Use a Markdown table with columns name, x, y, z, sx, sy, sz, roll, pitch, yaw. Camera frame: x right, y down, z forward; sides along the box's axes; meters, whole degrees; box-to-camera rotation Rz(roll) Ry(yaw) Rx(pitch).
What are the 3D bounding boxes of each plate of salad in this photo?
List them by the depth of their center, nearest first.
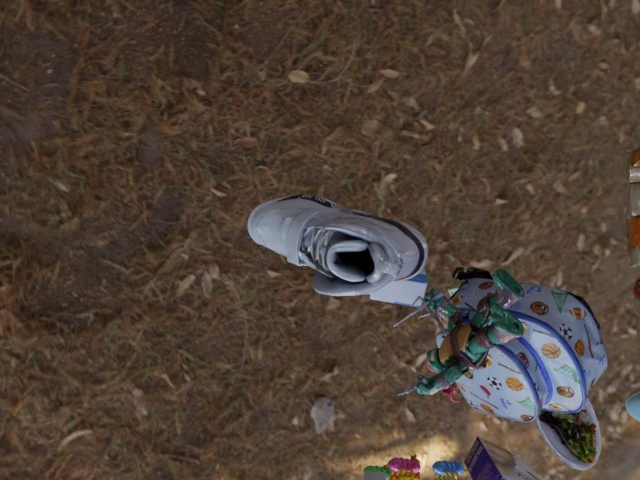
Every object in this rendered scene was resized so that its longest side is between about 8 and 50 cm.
| name | x | y | z | sx | sy | sz | roll | pitch | yaw |
| --- | --- | --- | --- | --- | --- | --- | --- | --- | --- |
| plate of salad | 0.500 | 0.351 | 1.082 | 0.200 | 0.048 | 0.199 | 17 | 54 | -25 |

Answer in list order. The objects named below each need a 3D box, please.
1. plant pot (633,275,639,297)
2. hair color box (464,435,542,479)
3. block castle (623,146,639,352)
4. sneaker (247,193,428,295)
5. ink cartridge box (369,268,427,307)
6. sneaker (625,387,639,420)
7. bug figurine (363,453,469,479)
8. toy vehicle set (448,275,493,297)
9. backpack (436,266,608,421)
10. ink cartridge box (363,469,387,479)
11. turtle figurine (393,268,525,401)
| name | x | y | z | sx | sy | sz | roll | pitch | yaw |
| --- | --- | --- | --- | --- | --- | --- | --- | --- | --- |
| plant pot | 0.720 | 0.120 | 1.027 | 0.191 | 0.191 | 0.174 | -31 | 90 | -20 |
| hair color box | 0.557 | 0.716 | 1.595 | 0.185 | 0.339 | 0.110 | 26 | 89 | 5 |
| block castle | 0.569 | 0.044 | 0.725 | 0.303 | 0.213 | 0.452 | 24 | 63 | -70 |
| sneaker | 0.000 | 0.000 | 0.985 | 0.210 | 0.366 | 0.137 | -17 | 119 | -67 |
| ink cartridge box | 0.221 | 0.098 | 1.568 | 0.148 | 0.203 | 0.085 | 9 | 113 | 2 |
| sneaker | 0.936 | 0.468 | 1.382 | 0.150 | 0.366 | 0.135 | -15 | 93 | -27 |
| bug figurine | 0.238 | 0.609 | 1.419 | 0.216 | 0.279 | 0.072 | 13 | 57 | -23 |
| toy vehicle set | 0.473 | 0.229 | 1.473 | 0.035 | 0.166 | 0.266 | -37 | 108 | -51 |
| backpack | 0.363 | 0.195 | 0.984 | 0.213 | 0.263 | 0.276 | -46 | 112 | -35 |
| ink cartridge box | 0.119 | 0.574 | 1.176 | 0.052 | 0.088 | 0.122 | 1 | 129 | 13 |
| turtle figurine | 0.207 | 0.150 | 0.825 | 0.118 | 0.175 | 0.234 | 22 | 134 | -21 |
